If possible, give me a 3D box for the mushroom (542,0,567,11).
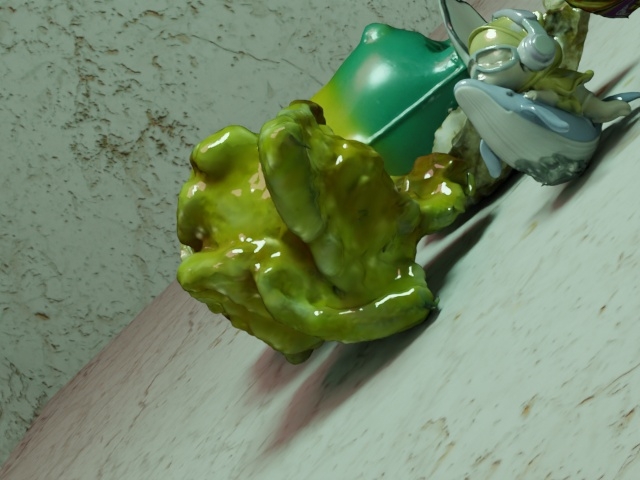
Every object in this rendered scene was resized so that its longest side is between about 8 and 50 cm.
[{"bbox_3d":[0.363,-0.368,2.449,0.083,0.067,0.083,-41,2,1],"label":"mushroom"}]

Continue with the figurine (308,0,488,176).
[{"bbox_3d":[0.093,-0.169,2.267,0.340,0.231,0.323,-37,9,21],"label":"figurine"}]

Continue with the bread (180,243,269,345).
[{"bbox_3d":[-0.077,0.004,2.108,0.195,0.149,0.344,-53,-18,-12],"label":"bread"}]

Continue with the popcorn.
[{"bbox_3d":[-0.009,0.003,1.777,0.321,0.325,0.290,1,-48,-54],"label":"popcorn"}]

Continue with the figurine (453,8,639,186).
[{"bbox_3d":[0.222,-0.142,1.666,0.208,0.184,0.128,1,-21,-33],"label":"figurine"}]

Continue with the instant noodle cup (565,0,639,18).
[{"bbox_3d":[0.301,-0.391,1.613,0.266,0.340,0.340,-48,5,33],"label":"instant noodle cup"}]

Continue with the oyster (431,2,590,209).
[{"bbox_3d":[0.209,-0.135,1.912,0.341,0.110,0.166,-46,1,17],"label":"oyster"}]
